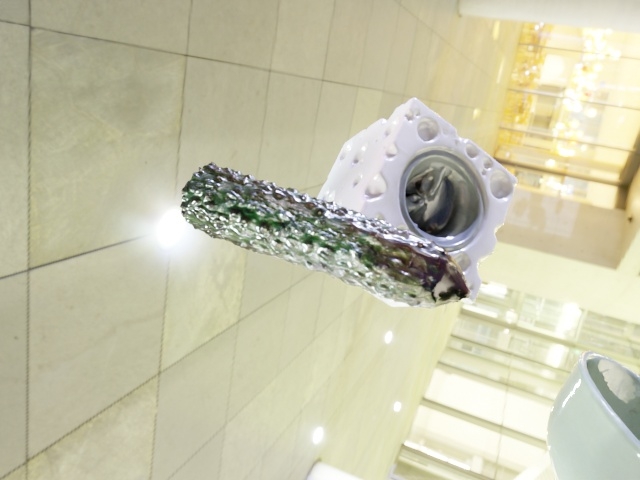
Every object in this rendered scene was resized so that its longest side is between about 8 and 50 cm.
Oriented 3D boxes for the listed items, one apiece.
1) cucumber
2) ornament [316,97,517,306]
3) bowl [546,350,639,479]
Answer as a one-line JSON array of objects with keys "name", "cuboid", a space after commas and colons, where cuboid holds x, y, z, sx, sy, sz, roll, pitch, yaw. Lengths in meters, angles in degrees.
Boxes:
[{"name": "cucumber", "cuboid": [0.000, 0.000, 0.632, 0.096, 0.359, 0.096, -47, 149, -41]}, {"name": "ornament", "cuboid": [0.142, -0.047, 0.922, 0.239, 0.239, 0.240, -20, -139, 64]}, {"name": "bowl", "cuboid": [0.347, 0.272, 0.568, 0.146, 0.289, 0.289, -53, 168, 21]}]
